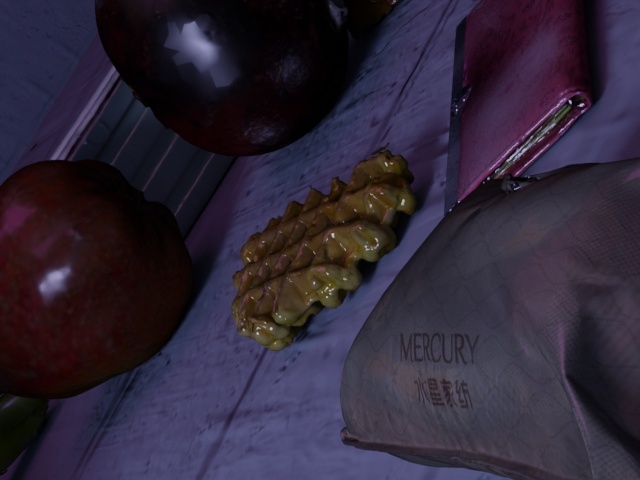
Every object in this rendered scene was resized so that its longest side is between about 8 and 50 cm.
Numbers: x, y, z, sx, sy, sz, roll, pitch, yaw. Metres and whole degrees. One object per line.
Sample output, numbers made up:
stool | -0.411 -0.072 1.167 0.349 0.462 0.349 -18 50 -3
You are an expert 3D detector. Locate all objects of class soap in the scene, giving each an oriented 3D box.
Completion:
soap | -0.162 -0.110 1.588 0.261 0.150 0.094 -58 20 -8

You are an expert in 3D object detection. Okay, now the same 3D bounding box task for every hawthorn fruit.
hawthorn fruit | -0.238 0.049 1.402 0.248 0.208 0.208 -46 18 5

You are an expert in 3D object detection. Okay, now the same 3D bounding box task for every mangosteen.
mangosteen | -0.057 -0.205 1.359 0.261 0.235 0.235 -40 19 10

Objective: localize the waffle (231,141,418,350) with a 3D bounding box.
waffle | 0.000 0.000 1.114 0.192 0.046 0.160 -47 19 25

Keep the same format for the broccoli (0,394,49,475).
broccoli | -0.402 0.236 1.559 0.275 0.199 0.177 -63 -28 -45

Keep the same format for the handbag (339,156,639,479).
handbag | 0.104 0.028 0.665 0.182 0.117 0.270 -51 14 -14

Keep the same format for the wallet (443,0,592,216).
wallet | 0.127 -0.114 1.014 0.119 0.025 0.232 -44 21 31

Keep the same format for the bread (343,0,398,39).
bread | 0.062 -0.253 1.428 0.126 0.044 0.129 -39 20 41
